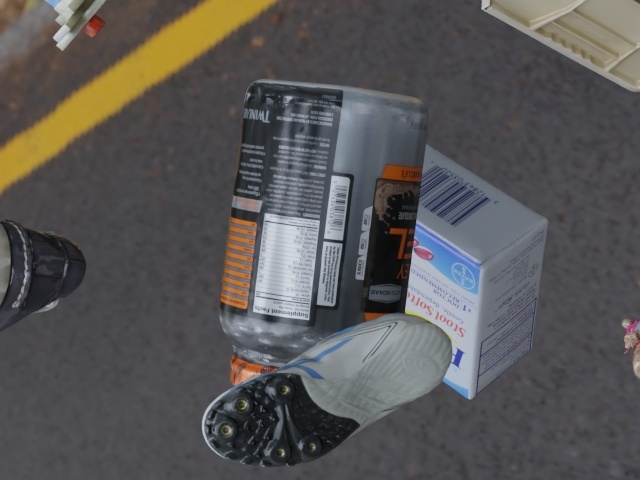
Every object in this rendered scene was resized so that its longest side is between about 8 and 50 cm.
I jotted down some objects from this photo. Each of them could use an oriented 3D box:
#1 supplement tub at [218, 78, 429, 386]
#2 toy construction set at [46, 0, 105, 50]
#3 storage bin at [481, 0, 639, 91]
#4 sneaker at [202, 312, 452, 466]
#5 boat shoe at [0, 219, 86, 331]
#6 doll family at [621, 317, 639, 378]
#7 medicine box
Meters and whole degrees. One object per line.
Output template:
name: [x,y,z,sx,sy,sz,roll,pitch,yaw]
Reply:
supplement tub: [0.000,0.000,1.734,0.207,0.207,0.338,13,97,58]
toy construction set: [-0.385,-0.387,2.021,0.215,0.327,0.151,-48,28,8]
storage bin: [0.316,-0.337,1.738,0.123,0.260,0.262,-25,52,46]
sneaker: [0.002,0.125,1.313,0.086,0.237,0.085,-1,106,59]
boat shoe: [-0.199,0.039,0.898,0.206,0.065,0.075,-28,66,53]
doll family: [0.489,0.159,1.891,0.163,0.263,0.118,-61,17,-18]
medicine box: [0.179,0.041,2.328,0.263,0.149,0.289,34,143,30]
